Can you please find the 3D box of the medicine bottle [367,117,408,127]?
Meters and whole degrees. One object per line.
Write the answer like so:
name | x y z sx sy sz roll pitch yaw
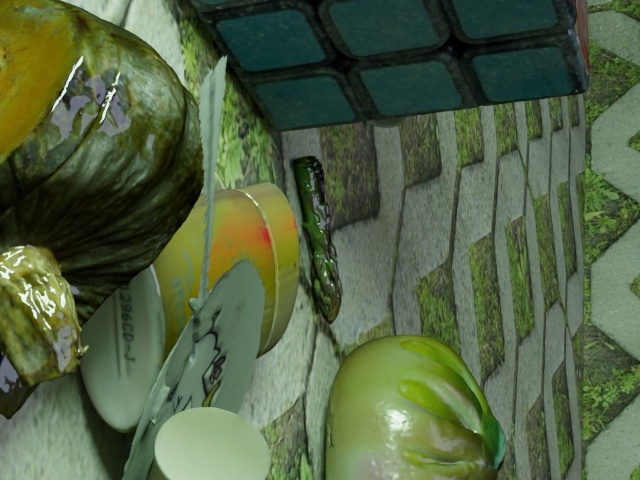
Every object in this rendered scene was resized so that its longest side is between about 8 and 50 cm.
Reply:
medicine bottle | 0.083 -0.239 1.584 0.059 0.059 0.231 60 31 -51

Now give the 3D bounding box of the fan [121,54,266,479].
fan | -0.077 0.057 0.841 0.233 0.012 0.414 -59 163 -48

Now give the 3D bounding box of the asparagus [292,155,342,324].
asparagus | -0.001 0.000 1.303 0.036 0.030 0.165 -159 -120 -83

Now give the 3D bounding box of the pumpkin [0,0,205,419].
pumpkin | -0.141 -0.028 0.729 0.131 0.126 0.248 54 35 -53

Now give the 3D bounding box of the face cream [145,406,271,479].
face cream | -0.088 0.205 0.849 0.114 0.070 0.224 -67 176 -51

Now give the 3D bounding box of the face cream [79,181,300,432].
face cream | -0.084 0.036 0.973 0.285 0.067 0.139 -23 112 -71

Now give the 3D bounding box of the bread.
bread | 0.088 0.174 1.323 0.260 0.158 0.156 -72 147 -55

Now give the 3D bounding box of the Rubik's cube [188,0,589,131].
Rubik's cube | 0.056 -0.301 1.142 0.305 0.301 0.303 54 34 -55
